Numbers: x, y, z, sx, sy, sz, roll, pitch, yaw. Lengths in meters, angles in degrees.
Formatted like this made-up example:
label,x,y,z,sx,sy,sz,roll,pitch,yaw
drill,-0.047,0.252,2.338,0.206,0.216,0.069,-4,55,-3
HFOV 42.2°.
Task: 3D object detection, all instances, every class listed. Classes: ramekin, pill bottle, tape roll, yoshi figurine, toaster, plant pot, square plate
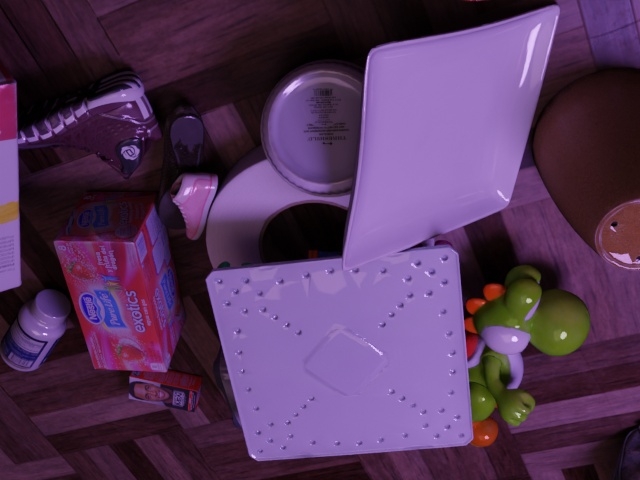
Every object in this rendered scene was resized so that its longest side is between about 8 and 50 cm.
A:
label,x,y,z,sx,sy,sz,roll,pitch,yaw
ramekin,0.009,-0.163,1.208,0.207,0.109,0.207,1,97,5
pill bottle,-0.549,0.171,1.606,0.094,0.094,0.169,32,124,-15
tape roll,0.000,0.000,1.409,0.392,0.072,0.392,4,128,6
yoshi figurine,0.346,0.201,1.428,0.203,0.203,0.362,-12,137,-24
toaster,-0.107,0.273,1.593,0.146,0.129,0.227,-7,126,11
plant pot,0.432,-0.080,1.169,0.237,0.254,0.237,4,127,5
square plate,0.173,-0.149,1.176,0.344,0.049,0.347,-20,134,-30

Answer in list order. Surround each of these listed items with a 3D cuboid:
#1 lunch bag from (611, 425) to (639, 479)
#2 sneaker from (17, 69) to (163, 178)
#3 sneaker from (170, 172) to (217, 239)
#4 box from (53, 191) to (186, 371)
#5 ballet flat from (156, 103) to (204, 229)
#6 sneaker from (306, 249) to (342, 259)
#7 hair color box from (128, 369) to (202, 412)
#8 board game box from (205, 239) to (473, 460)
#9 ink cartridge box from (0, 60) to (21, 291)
label,x,y,z,sx,sy,sz,roll,pitch,yaw
lunch bag,0.686,0.529,1.582,0.213,0.256,0.305,-19,120,19
sneaker,-0.382,-0.153,1.335,0.281,0.106,0.162,-16,126,18
sneaker,-0.218,-0.059,1.360,0.070,0.051,0.134,6,131,-23
box,-0.344,0.075,1.468,0.142,0.154,0.300,1,128,8
ballet flat,-0.231,-0.121,1.371,0.084,0.058,0.250,-8,136,-19
sneaker,0.039,0.109,1.391,0.087,0.083,0.221,-9,126,11
hair color box,-0.318,0.302,1.699,0.141,0.043,0.072,12,128,1
board game box,0.042,0.188,1.365,0.390,0.050,0.390,-6,118,7
ink cartridge box,-0.579,-0.129,1.258,0.160,0.279,0.384,-17,137,-34
